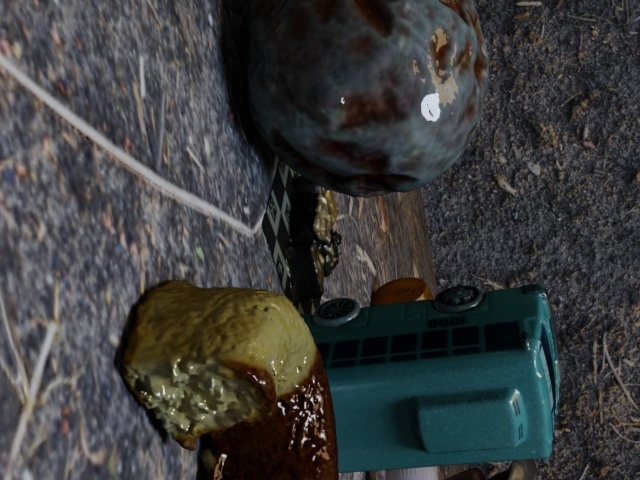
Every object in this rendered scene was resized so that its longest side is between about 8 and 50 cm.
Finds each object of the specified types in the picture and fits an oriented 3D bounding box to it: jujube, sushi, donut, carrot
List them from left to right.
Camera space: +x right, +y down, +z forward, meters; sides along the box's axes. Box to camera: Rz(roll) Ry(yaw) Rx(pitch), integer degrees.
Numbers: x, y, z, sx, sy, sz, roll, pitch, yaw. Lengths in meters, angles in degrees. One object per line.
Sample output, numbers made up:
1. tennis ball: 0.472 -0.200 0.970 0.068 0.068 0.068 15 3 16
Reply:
1. donut: -0.045 0.103 0.550 0.141 0.085 0.217 -87 161 -44
2. sushi: 0.000 0.000 0.917 0.215 0.050 0.192 -81 158 -55
3. jujube: 0.046 -0.182 0.811 0.215 0.246 0.308 -53 -142 40
4. carrot: 0.175 0.217 1.392 0.139 0.138 0.302 -74 151 -64

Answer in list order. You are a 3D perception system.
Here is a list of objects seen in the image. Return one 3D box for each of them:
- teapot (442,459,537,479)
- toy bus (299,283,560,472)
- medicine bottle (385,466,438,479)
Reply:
1. teapot: 0.268 0.533 1.232 0.376 0.305 0.362 119 -46 -59
2. toy bus: 0.089 0.130 0.753 0.147 0.255 0.128 -70 148 -61
3. medicine bottle: 0.122 0.249 1.134 0.122 0.121 0.213 69 17 -45
